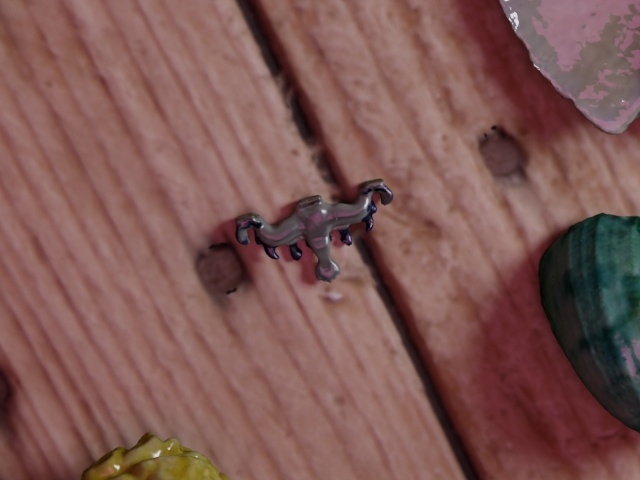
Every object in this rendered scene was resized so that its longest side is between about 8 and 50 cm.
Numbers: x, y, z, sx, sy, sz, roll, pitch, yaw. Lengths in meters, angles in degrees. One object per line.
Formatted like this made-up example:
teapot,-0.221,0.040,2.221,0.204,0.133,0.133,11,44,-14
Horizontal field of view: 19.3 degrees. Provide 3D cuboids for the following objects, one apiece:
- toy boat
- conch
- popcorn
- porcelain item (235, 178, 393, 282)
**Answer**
toy boat,0.264,-0.223,1.525,0.293,0.111,0.276,8,101,5
conch,0.297,0.073,1.564,0.202,0.134,0.196,-12,104,-2
popcorn,-0.164,0.247,1.548,0.195,0.173,0.168,4,115,-1
porcelain item,0.000,0.000,1.578,0.136,0.021,0.075,-15,103,-2
